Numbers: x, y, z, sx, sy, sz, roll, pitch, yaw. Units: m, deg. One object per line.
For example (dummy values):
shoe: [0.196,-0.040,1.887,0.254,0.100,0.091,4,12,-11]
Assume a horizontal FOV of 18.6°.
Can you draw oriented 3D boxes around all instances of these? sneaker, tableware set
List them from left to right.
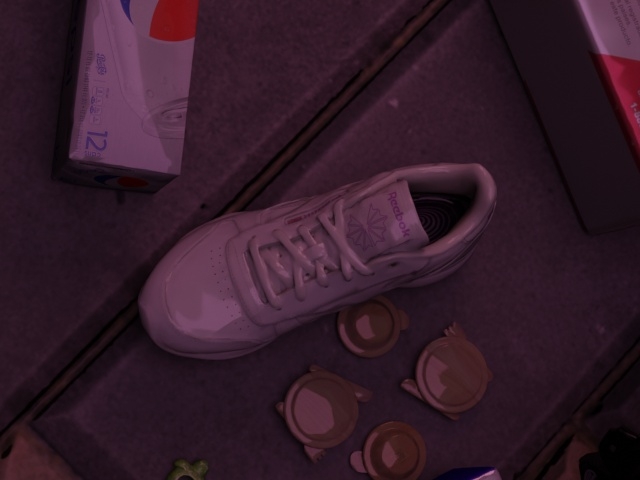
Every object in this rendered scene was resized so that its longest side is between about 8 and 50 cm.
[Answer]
sneaker: [0.000,0.000,1.536,0.305,0.152,0.114,-20,80,-18]
tableware set: [0.053,0.124,1.605,0.141,0.020,0.169,38,74,-9]

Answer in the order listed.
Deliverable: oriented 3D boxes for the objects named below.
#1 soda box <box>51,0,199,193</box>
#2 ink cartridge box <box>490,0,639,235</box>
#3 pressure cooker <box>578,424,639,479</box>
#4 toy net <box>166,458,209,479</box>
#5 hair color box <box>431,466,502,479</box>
soda box: [-0.148,-0.187,1.552,0.091,0.098,0.286,8,80,-15]
ink cartridge box: [0.366,-0.204,1.664,0.384,0.160,0.279,-22,89,-17]
pressure cooker: [0.402,0.250,1.504,0.420,0.370,0.375,-35,89,-21]
toy net: [-0.158,0.270,1.512,0.232,0.045,0.122,-32,92,-17]
hair color box: [0.109,0.369,1.540,0.185,0.110,0.339,-22,88,-17]
